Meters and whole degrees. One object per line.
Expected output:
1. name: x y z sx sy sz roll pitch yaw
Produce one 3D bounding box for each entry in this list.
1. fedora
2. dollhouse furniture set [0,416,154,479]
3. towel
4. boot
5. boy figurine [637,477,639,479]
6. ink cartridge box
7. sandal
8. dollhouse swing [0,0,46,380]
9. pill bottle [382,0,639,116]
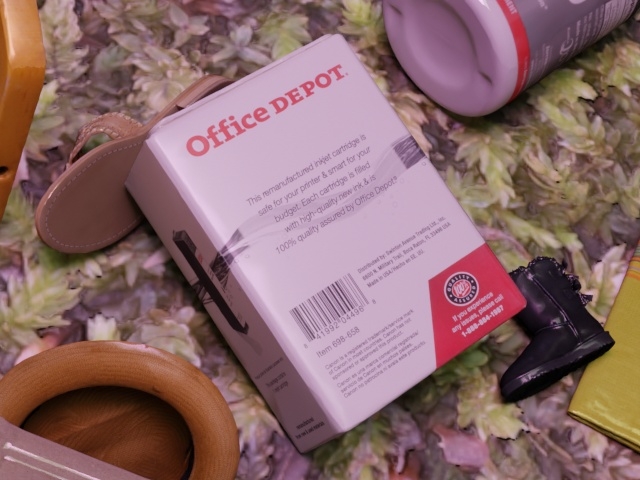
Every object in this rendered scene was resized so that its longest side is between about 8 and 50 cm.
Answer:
1. fedora: -0.155 0.143 1.003 0.194 0.194 0.079 15 21 -5
2. dollhouse furniture set: -0.145 0.283 0.928 0.302 0.151 0.197 21 47 3
3. towel: 0.304 0.080 1.194 0.102 0.021 0.237 26 61 8
4. boot: 0.183 0.073 1.154 0.121 0.045 0.099 -26 66 -18
5. boy figurine: 0.281 0.202 0.972 0.177 0.285 0.092 -5 64 -19
6. ink cartridge box: 0.000 0.000 1.084 0.197 0.114 0.273 -31 85 -25
7. sandal: -0.171 -0.073 1.147 0.079 0.088 0.240 21 47 35
8. dollhouse swing: -0.362 -0.020 0.918 0.347 0.315 0.305 -5 57 -30
9. pill bottle: 0.209 -0.249 1.262 0.283 0.161 0.161 -35 75 -26
